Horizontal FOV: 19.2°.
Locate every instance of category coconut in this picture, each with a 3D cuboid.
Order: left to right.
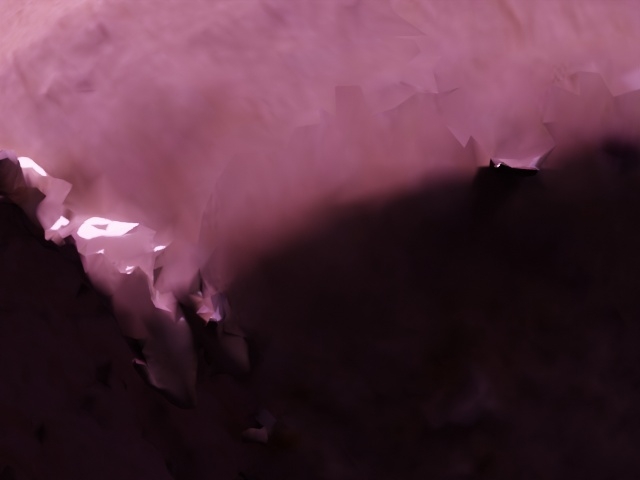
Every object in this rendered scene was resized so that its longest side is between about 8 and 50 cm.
[{"bbox_3d":[0.034,0.041,0.520,0.346,0.346,0.360,35,10,-16],"label":"coconut"}]
